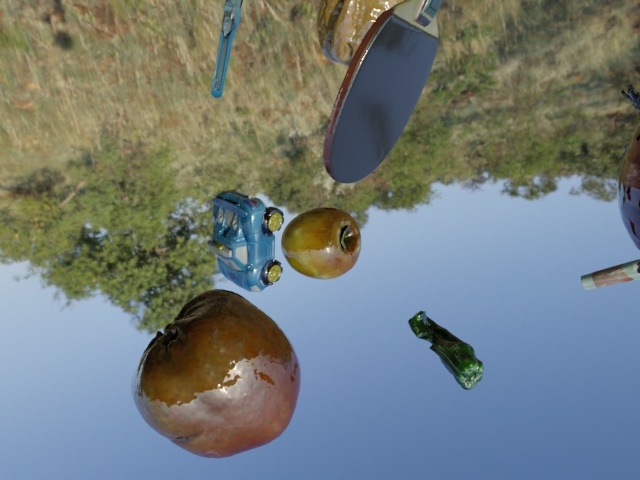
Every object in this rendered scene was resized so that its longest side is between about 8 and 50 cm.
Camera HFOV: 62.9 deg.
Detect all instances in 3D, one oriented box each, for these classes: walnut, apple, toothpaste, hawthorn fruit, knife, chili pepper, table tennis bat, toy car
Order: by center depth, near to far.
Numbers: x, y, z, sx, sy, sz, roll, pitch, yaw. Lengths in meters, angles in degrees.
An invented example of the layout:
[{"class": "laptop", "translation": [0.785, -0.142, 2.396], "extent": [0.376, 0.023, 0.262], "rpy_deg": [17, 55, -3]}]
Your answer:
[{"class": "table tennis bat", "translation": [0.077, -0.174, 0.476], "extent": [0.021, 0.274, 0.154], "rpy_deg": [34, -156, 23]}, {"class": "apple", "translation": [0.000, 0.000, 0.749], "extent": [0.102, 0.099, 0.114], "rpy_deg": [-7, -151, 40]}, {"class": "hawthorn fruit", "translation": [-0.161, 0.245, 0.922], "extent": [0.268, 0.301, 0.267], "rpy_deg": [-41, -160, 18]}, {"class": "toothpaste", "translation": [0.664, 0.064, 1.109], "extent": [0.205, 0.056, 0.036], "rpy_deg": [-22, 151, 37]}, {"class": "chili pepper", "translation": [0.307, 0.258, 1.276], "extent": [0.099, 0.083, 0.253], "rpy_deg": [28, -169, -35]}, {"class": "walnut", "translation": [0.101, -0.575, 1.348], "extent": [0.225, 0.257, 0.257], "rpy_deg": [28, -153, 19]}, {"class": "knife", "translation": [-0.242, -0.503, 1.349], "extent": [0.044, 0.296, 0.026], "rpy_deg": [13, -145, -10]}, {"class": "toy car", "translation": [-0.222, 0.013, 1.458], "extent": [0.198, 0.314, 0.166], "rpy_deg": [24, -148, 35]}]

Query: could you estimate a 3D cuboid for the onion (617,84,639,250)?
[{"class": "onion", "translation": [0.481, -0.092, 0.656], "extent": [0.273, 0.273, 0.285], "rpy_deg": [-16, -150, -17]}]
